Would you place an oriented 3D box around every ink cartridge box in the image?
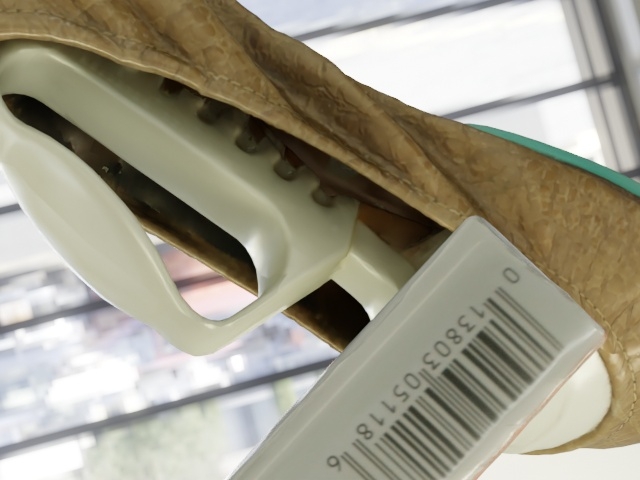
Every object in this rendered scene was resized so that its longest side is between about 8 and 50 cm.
[{"bbox_3d":[-0.005,0.071,0.468,0.145,0.045,0.179,-47,174,-8],"label":"ink cartridge box"}]

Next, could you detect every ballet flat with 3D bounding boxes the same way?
[{"bbox_3d":[0.000,0.000,0.616,0.116,0.342,0.124,-51,-171,48],"label":"ballet flat"}]
